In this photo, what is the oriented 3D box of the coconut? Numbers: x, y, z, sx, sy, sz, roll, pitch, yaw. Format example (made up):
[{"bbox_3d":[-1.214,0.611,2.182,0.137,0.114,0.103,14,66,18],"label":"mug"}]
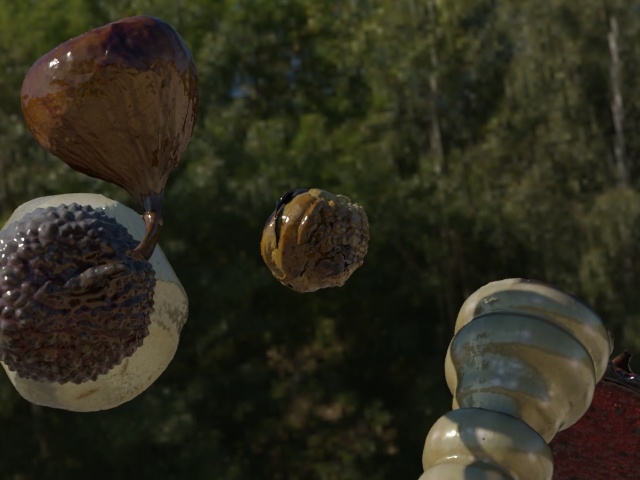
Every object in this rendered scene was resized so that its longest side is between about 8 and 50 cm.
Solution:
[{"bbox_3d":[-0.295,0.060,1.801,0.237,0.266,0.237,-21,-35,-16],"label":"coconut"}]

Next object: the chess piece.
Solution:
[{"bbox_3d":[0.145,0.166,1.263,0.142,0.261,0.143,15,-43,15],"label":"chess piece"}]

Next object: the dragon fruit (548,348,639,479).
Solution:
[{"bbox_3d":[0.392,0.240,1.872,0.343,0.100,0.282,28,-37,11],"label":"dragon fruit"}]

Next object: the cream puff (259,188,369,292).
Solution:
[{"bbox_3d":[0.000,0.000,1.712,0.133,0.119,0.104,-15,17,-32],"label":"cream puff"}]

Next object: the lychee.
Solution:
[{"bbox_3d":[-0.226,0.047,1.345,0.165,0.165,0.197,-3,-11,-25],"label":"lychee"}]

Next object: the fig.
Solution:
[{"bbox_3d":[-0.147,-0.080,1.232,0.146,0.201,0.134,-32,-15,15],"label":"fig"}]
